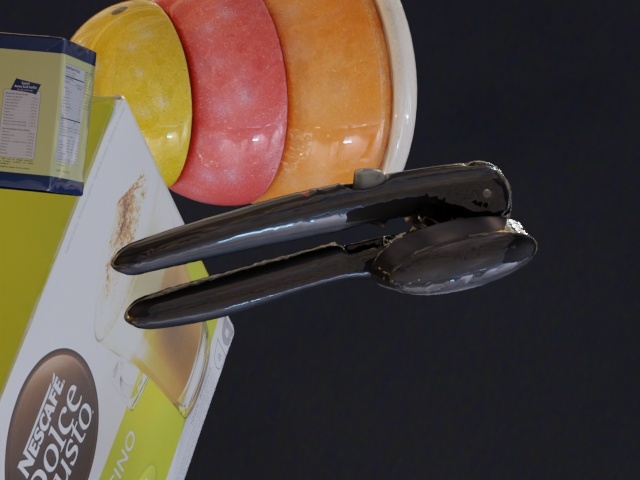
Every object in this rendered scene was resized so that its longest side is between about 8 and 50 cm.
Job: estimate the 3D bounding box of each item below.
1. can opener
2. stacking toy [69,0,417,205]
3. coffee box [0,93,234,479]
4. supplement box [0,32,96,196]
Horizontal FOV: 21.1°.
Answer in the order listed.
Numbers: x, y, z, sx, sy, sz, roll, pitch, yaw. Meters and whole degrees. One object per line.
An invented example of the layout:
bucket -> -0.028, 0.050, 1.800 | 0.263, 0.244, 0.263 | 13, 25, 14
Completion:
can opener -> 0.000, 0.000, 0.760 | 0.186, 0.073, 0.059 | -7, -87, -6
stacking toy -> -0.165, -0.163, 1.877 | 0.480, 0.350, 0.350 | -8, -127, -31
coffee box -> -0.306, 0.104, 1.332 | 0.338, 0.334, 0.338 | 5, -123, 17
supplement box -> -0.174, -0.071, 0.946 | 0.083, 0.056, 0.083 | 6, -91, 10
